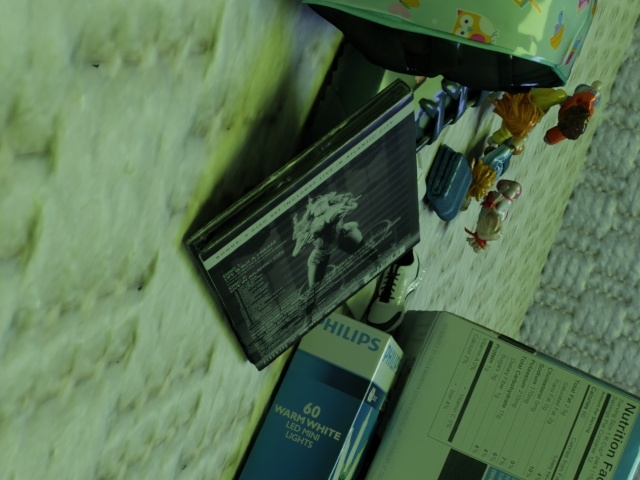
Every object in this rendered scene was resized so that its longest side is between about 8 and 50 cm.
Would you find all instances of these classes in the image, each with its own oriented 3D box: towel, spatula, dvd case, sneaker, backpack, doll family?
[{"bbox_3d":[0.142,-0.062,1.187,0.067,0.029,0.119,-67,165,-4],"label":"towel"},{"bbox_3d":[0.055,-0.028,0.981,0.168,0.019,0.242,-58,161,-12],"label":"spatula"},{"bbox_3d":[0.000,0.000,0.722,0.164,0.018,0.221,-38,157,-11],"label":"dvd case"},{"bbox_3d":[0.074,0.050,1.115,0.109,0.040,0.044,-60,146,-36],"label":"sneaker"},{"bbox_3d":[0.104,-0.139,0.776,0.319,0.131,0.112,-60,162,-13],"label":"sneaker"},{"bbox_3d":[0.079,-0.159,0.612,0.188,0.165,0.145,-33,141,-68],"label":"backpack"},{"bbox_3d":[0.228,-0.111,1.303,0.263,0.118,0.163,-55,177,26],"label":"doll family"}]

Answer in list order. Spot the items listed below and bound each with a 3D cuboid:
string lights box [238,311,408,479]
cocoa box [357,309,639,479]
[{"bbox_3d":[-0.013,0.199,0.943,0.260,0.076,0.133,-66,164,-9],"label":"string lights box"},{"bbox_3d":[0.164,0.220,1.124,0.347,0.227,0.232,105,9,-85],"label":"cocoa box"}]
